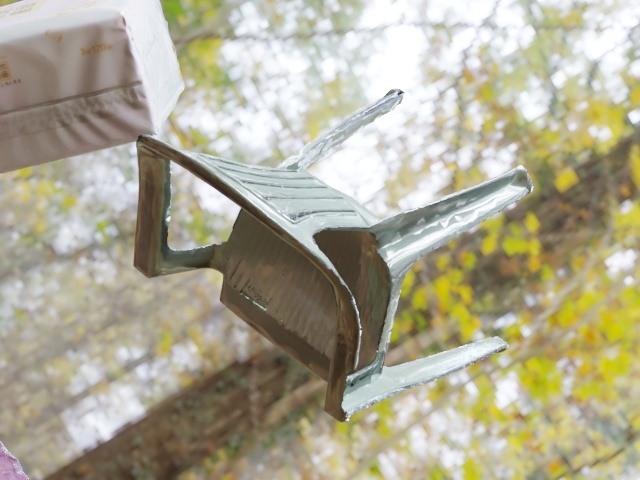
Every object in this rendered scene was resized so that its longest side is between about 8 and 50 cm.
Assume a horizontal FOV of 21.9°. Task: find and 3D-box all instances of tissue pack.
[{"bbox_3d":[-0.248,-0.138,1.423,0.185,0.225,0.124,-86,162,-71],"label":"tissue pack"}]

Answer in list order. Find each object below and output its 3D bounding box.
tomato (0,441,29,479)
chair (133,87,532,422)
[{"bbox_3d":[-0.336,0.227,1.087,0.335,0.289,0.176,49,-54,52],"label":"tomato"},{"bbox_3d":[0.000,0.000,1.130,0.203,0.274,0.191,33,-55,27],"label":"chair"}]
